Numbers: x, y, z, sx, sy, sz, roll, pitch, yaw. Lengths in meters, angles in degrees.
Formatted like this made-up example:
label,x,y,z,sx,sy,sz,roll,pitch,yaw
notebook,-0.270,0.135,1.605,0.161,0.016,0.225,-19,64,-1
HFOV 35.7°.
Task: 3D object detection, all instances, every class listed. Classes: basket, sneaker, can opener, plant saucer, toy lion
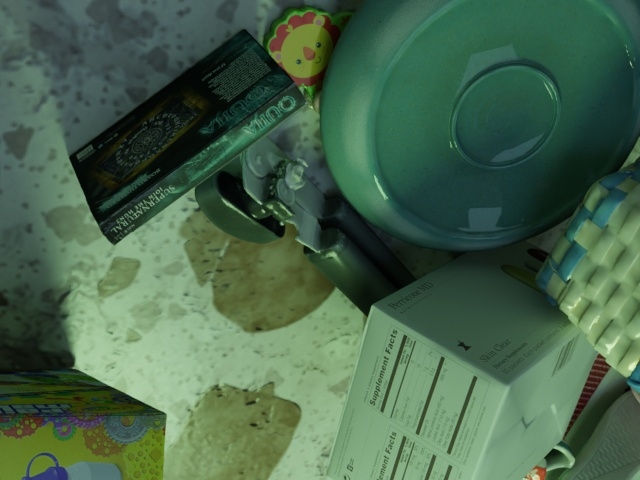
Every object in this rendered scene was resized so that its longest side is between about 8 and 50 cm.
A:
label,x,y,z,sx,sy,sz,roll,pitch,yaw
basket,0.360,0.048,0.877,0.255,0.289,0.201,-26,150,-51
sneaker,0.356,0.282,1.242,0.256,0.094,0.151,-35,160,-26
can opener,0.000,0.000,0.950,0.093,0.074,0.280,-21,135,33
plant saucer,0.158,-0.115,0.879,0.318,0.043,0.317,-7,123,-11
toy lion,0.003,-0.165,0.863,0.100,0.034,0.096,-34,121,-2
sneaker,0.220,0.247,1.141,0.161,0.075,0.057,-4,120,-26

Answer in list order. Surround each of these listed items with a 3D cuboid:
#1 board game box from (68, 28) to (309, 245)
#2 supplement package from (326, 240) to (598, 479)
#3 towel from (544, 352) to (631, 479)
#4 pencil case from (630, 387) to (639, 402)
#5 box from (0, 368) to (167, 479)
label,x,y,z,sx,sy,sz,roll,pitch,yaw
board game box,-0.110,-0.087,0.796,0.186,0.126,0.026,-36,128,0
supplement package,0.155,0.137,0.981,0.262,0.145,0.204,-24,135,-50
towel,0.319,0.200,1.237,0.329,0.037,0.237,17,110,-34
pencil case,0.495,0.062,1.093,0.160,0.167,0.386,12,120,-19
box,-0.255,0.259,0.783,0.177,0.279,0.289,4,89,-27
